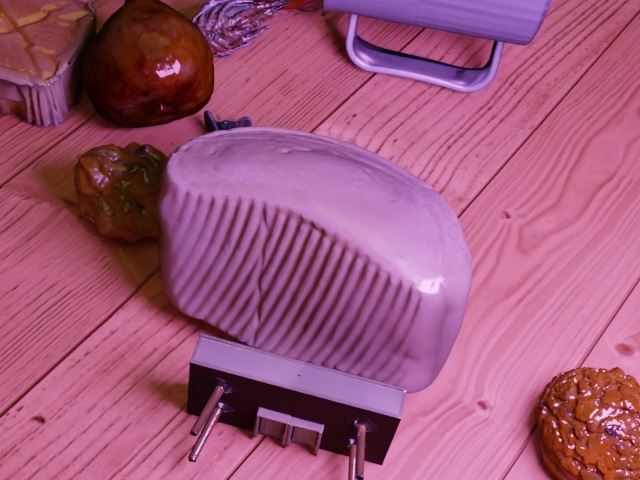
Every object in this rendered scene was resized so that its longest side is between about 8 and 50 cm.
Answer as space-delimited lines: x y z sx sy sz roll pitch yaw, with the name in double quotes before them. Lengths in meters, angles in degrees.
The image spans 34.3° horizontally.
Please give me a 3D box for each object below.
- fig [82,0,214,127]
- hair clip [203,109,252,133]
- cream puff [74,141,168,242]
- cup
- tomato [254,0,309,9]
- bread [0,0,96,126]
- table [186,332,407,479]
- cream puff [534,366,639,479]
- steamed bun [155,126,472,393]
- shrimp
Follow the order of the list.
"fig" -0.227 -0.293 1.457 0.191 0.190 0.290 11 64 -1
"hair clip" -0.143 -0.085 1.422 0.070 0.039 0.229 9 54 -3
"cream puff" -0.247 -0.075 1.352 0.146 0.116 0.146 2 51 -3
"cup" 0.174 -0.394 1.489 0.311 0.257 0.331 12 97 2
"tomato" -0.069 -0.424 1.668 0.156 0.069 0.155 2 55 -3
"bread" -0.432 -0.270 1.474 0.210 0.109 0.192 14 59 3
"table" -0.038 0.209 1.165 0.240 0.121 0.111 14 53 3
"cream puff" 0.332 0.221 1.215 0.165 0.115 0.150 33 60 15
"steamed bun" 0.005 -0.001 1.256 0.384 0.247 0.236 19 42 13
"shrimp" -0.137 -0.329 1.573 0.233 0.090 0.079 -27 28 -14
